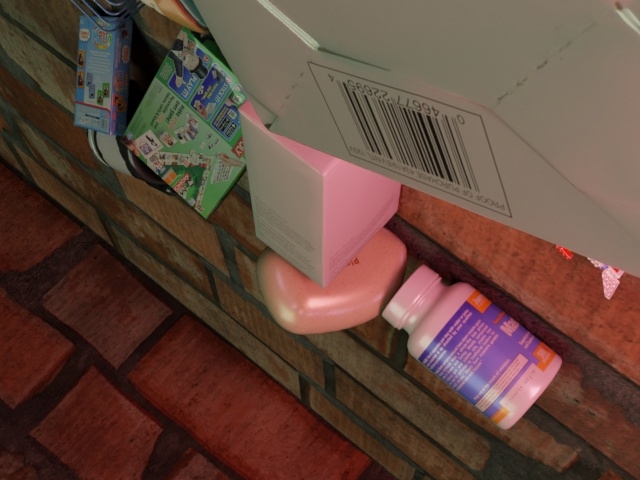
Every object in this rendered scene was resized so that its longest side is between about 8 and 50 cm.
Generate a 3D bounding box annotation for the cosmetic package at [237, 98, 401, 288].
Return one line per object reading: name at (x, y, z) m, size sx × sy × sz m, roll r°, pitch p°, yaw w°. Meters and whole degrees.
cosmetic package at (0.012, -0.106, 1.342) m, size 0.155 × 0.197 × 0.365 m, roll 38°, pitch 159°, yaw 18°

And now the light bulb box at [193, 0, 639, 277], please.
light bulb box at (0.152, -0.217, 0.575) m, size 0.358 × 0.361 × 0.225 m, roll 27°, pitch 157°, yaw 39°

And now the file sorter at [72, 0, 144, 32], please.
file sorter at (-0.328, -0.418, 1.486) m, size 0.118 × 0.104 × 0.170 m, roll 46°, pitch 161°, yaw -7°

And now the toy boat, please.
toy boat at (0.000, 0.000, 1.604) m, size 0.148 × 0.268 × 0.318 m, roll 130°, pitch 123°, yaw -64°

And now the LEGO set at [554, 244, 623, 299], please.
LEGO set at (0.291, -0.031, 1.165) m, size 0.244 × 0.060 × 0.182 m, roll 29°, pitch 161°, yaw 33°

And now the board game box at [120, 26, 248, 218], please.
board game box at (-0.201, -0.198, 1.606) m, size 0.213 × 0.046 × 0.317 m, roll 42°, pitch 137°, yaw -1°

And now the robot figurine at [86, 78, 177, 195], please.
robot figurine at (-0.346, -0.203, 1.865) m, size 0.174 × 0.209 × 0.278 m, roll 6°, pitch -170°, yaw -42°

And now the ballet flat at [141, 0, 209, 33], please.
ballet flat at (-0.248, -0.391, 1.388) m, size 0.232 × 0.073 × 0.080 m, roll 57°, pitch -156°, yaw -6°

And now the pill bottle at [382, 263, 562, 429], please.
pill bottle at (0.239, 0.164, 1.534) m, size 0.272 × 0.152 × 0.152 m, roll 40°, pitch 161°, yaw 10°

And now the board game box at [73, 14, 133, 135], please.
board game box at (-0.408, -0.311, 1.772) m, size 0.160 × 0.039 × 0.211 m, roll 19°, pitch 108°, yaw 50°
